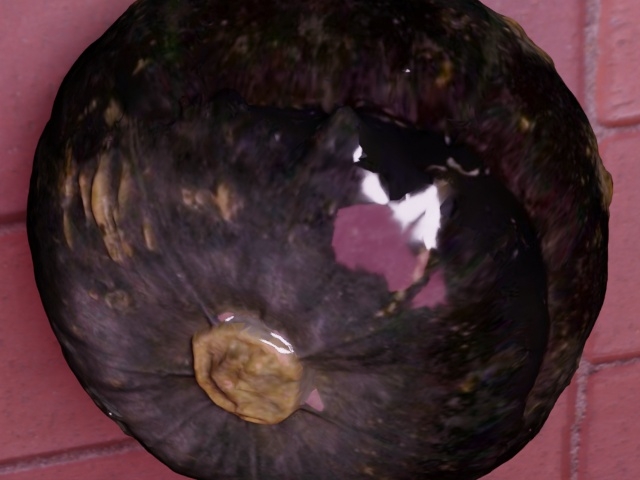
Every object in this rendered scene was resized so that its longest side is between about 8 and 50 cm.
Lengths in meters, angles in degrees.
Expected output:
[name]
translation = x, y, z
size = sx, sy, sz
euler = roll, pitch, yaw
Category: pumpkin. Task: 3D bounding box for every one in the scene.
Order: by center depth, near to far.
[pumpkin]
translation = 0.000, 0.000, 0.778
size = 0.455, 0.344, 0.454
euler = 8, 127, 11
